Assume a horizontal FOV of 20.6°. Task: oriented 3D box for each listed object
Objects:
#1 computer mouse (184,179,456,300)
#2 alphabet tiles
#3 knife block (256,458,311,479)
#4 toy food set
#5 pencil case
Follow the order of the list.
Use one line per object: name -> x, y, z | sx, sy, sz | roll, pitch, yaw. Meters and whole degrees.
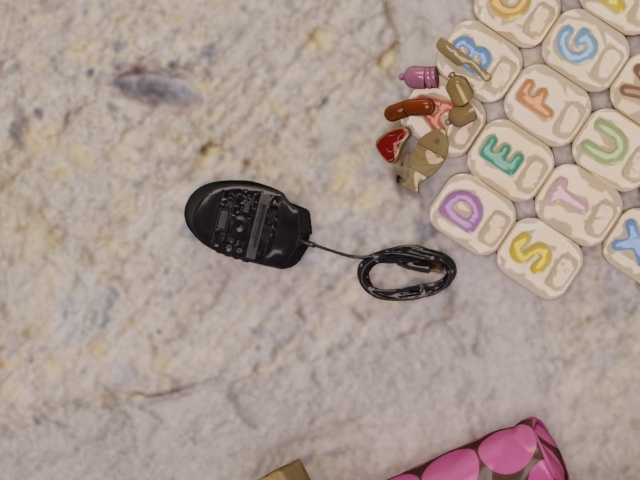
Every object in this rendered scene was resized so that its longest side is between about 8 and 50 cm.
computer mouse -> 0.000, 0.000, 1.532 | 0.242, 0.041, 0.071 | 17, 105, -2
alphabet tiles -> 0.223, -0.096, 1.503 | 0.278, 0.021, 0.284 | 34, 97, 3
knife block -> 0.024, 0.345, 1.436 | 0.242, 0.088, 0.276 | 18, 93, 9
toy food set -> 0.090, -0.109, 1.505 | 0.078, 0.019, 0.122 | 39, 106, 9
pencil case -> 0.113, 0.234, 1.507 | 0.209, 0.095, 0.098 | -24, 102, 10
